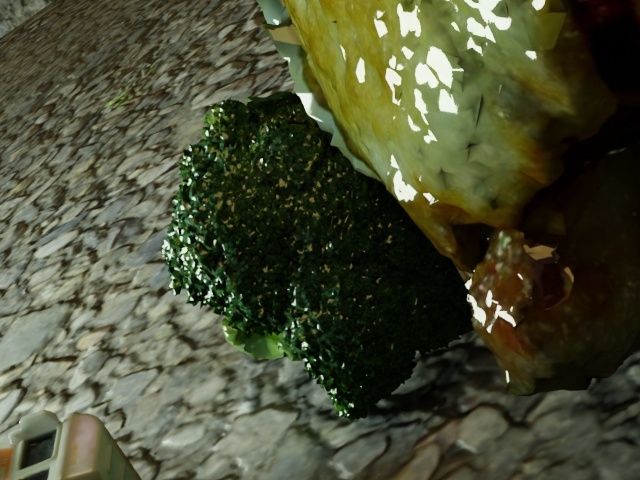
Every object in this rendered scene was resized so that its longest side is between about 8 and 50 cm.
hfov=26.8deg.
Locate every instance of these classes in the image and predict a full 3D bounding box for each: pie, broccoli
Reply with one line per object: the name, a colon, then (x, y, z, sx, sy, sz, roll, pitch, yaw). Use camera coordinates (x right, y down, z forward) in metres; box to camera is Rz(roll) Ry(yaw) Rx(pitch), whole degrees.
pie: (0.084, -0.198, 0.532, 0.181, 0.418, 0.395, -13, 45, -19)
broccoli: (0.000, 0.000, 0.713, 0.156, 0.195, 0.195, -37, 13, 45)

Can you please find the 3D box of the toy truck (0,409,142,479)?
toy truck: (-0.124, 0.171, 0.601, 0.114, 0.098, 0.227, -25, 26, 7)
